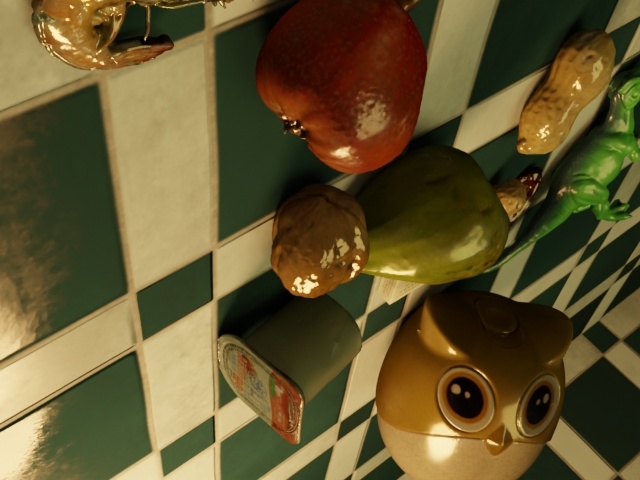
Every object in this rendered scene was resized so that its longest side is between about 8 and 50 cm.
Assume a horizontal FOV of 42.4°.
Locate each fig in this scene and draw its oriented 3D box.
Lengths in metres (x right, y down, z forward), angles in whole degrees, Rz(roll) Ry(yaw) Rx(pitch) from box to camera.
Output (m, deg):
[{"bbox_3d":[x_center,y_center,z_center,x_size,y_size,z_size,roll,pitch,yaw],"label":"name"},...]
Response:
[{"bbox_3d":[0.153,-0.003,1.295,0.314,0.233,0.233,-46,155,-9],"label":"fig"}]

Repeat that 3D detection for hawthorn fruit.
[{"bbox_3d":[0.043,-0.197,0.906,0.225,0.196,0.196,-50,154,-3],"label":"hawthorn fruit"}]

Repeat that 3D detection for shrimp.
[{"bbox_3d":[-0.146,-0.219,0.760,0.251,0.052,0.143,-12,150,-36],"label":"shrimp"}]

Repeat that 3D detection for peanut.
[{"bbox_3d":[0.344,-0.046,1.665,0.089,0.089,0.193,-10,138,-49],"label":"peanut"},{"bbox_3d":[0.434,-0.256,1.468,0.117,0.101,0.263,6,129,-33],"label":"peanut"}]

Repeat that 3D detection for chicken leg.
[{"bbox_3d":[0.416,-0.069,1.773,0.205,0.053,0.093,-52,154,16],"label":"chicken leg"}]

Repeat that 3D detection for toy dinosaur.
[{"bbox_3d":[0.531,-0.133,1.800,0.499,0.144,0.375,-29,137,-8],"label":"toy dinosaur"}]

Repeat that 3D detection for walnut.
[{"bbox_3d":[0.000,0.000,1.182,0.166,0.149,0.167,19,90,-76],"label":"walnut"}]

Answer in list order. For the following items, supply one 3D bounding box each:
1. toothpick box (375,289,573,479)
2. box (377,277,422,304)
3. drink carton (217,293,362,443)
[{"bbox_3d":[0.336,0.325,1.832,0.408,0.409,0.426,-21,136,-39],"label":"toothpick box"},{"bbox_3d":[0.174,0.047,1.605,0.100,0.048,0.152,-29,152,-31],"label":"box"},{"bbox_3d":[-0.044,0.184,1.363,0.189,0.191,0.185,-42,153,-27],"label":"drink carton"}]
